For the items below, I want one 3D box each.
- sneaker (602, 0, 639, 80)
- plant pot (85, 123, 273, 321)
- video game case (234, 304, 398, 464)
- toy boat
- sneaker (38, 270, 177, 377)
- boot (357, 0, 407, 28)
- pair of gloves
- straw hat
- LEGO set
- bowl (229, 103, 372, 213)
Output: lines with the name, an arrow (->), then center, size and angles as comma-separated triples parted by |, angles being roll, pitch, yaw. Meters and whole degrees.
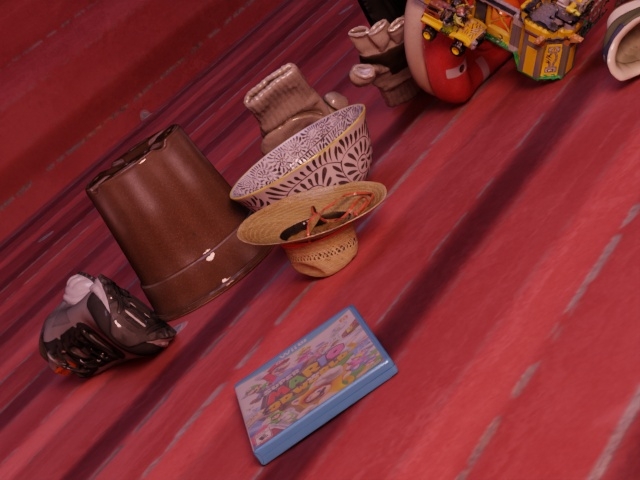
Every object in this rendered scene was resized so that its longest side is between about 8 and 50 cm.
sneaker -> 0.325, -0.192, 1.258 | 0.192, 0.064, 0.086 | -24, 25, 37
plant pot -> -0.159, -0.026, 1.594 | 0.167, 0.165, 0.167 | -33, 15, 10
video game case -> -0.008, 0.106, 1.116 | 0.119, 0.015, 0.166 | -35, 14, 0
toy boat -> 0.200, -0.243, 1.607 | 0.151, 0.151, 0.231 | 21, 51, 38
sneaker -> -0.229, 0.100, 1.516 | 0.108, 0.100, 0.271 | -53, 15, -13
boot -> 0.148, -0.365, 1.715 | 0.260, 0.348, 0.131 | -29, 58, 4
pair of gloves -> 0.032, -0.171, 1.709 | 0.240, 0.042, 0.204 | -31, -24, -4
straw hat -> 0.000, 0.000, 1.355 | 0.144, 0.061, 0.144 | -16, 20, 6
LEGO set -> 0.238, -0.341, 1.483 | 0.331, 0.255, 0.192 | -36, -29, -26
bowl -> -0.003, -0.064, 1.536 | 0.170, 0.080, 0.170 | -33, 14, 10
